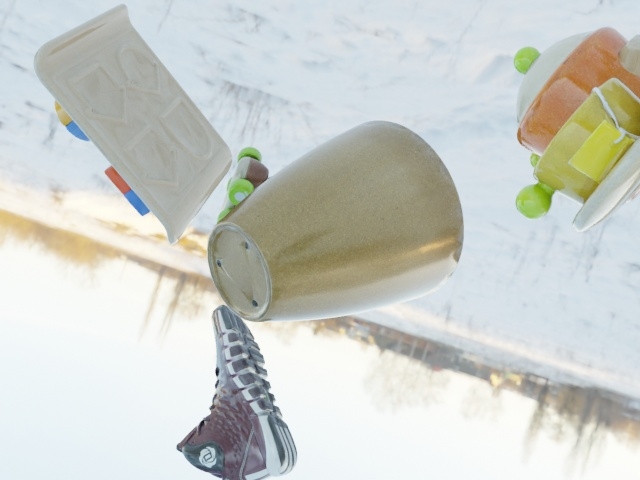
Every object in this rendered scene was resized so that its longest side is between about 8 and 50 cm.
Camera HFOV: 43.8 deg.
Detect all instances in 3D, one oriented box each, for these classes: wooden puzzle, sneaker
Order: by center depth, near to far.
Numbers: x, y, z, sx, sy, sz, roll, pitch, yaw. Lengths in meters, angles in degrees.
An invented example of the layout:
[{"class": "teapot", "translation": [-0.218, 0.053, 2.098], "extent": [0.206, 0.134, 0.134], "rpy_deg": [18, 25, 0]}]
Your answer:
[{"class": "sneaker", "translation": [-0.155, 0.241, 1.183], "extent": [0.106, 0.162, 0.281], "rpy_deg": [49, -165, -57]}, {"class": "wooden puzzle", "translation": [-0.302, -0.193, 1.311], "extent": [0.348, 0.080, 0.322], "rpy_deg": [56, -155, -18]}]

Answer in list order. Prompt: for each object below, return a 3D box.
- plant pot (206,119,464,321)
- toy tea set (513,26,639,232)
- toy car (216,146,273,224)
[{"class": "plant pot", "translation": [0.000, 0.000, 0.953], "extent": [0.254, 0.237, 0.237], "rpy_deg": [-23, -155, -38]}, {"class": "toy tea set", "translation": [0.214, -0.161, 0.460], "extent": [0.124, 0.336, 0.200], "rpy_deg": [41, -164, 16]}, {"class": "toy car", "translation": [-0.100, -0.081, 1.632], "extent": [0.188, 0.149, 0.155], "rpy_deg": [19, -144, -10]}]
